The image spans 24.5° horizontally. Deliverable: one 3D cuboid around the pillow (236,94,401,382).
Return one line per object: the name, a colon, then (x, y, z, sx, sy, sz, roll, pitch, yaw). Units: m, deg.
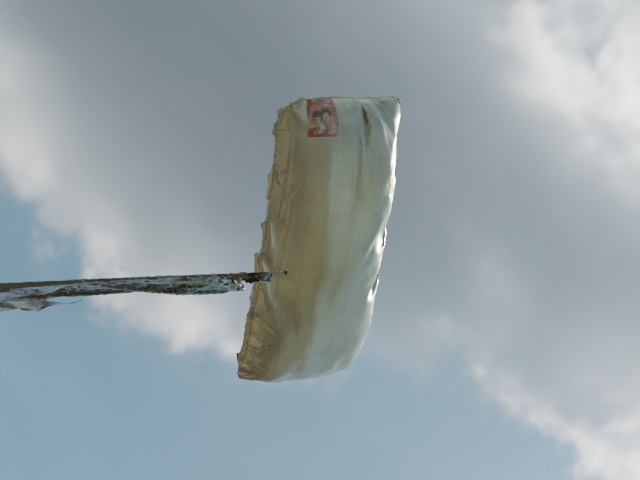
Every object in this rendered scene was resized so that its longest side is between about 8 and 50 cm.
pillow: (0.000, 0.000, 1.097, 0.051, 0.128, 0.229, 25, -65, 40)

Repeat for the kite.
kite: (-0.169, 0.023, 0.495, 0.322, 0.267, 0.013, -4, -92, 24)
